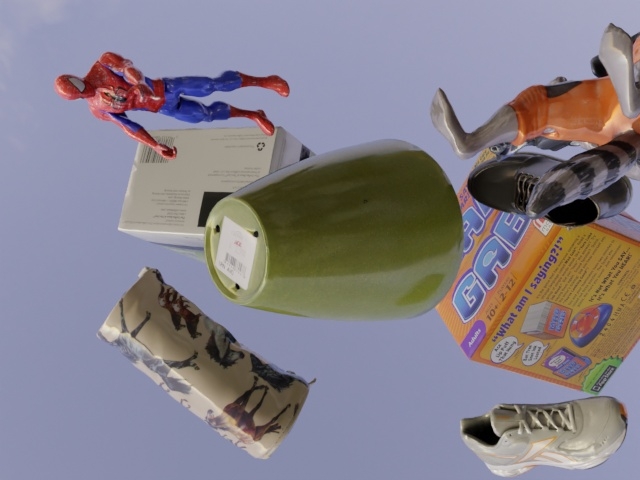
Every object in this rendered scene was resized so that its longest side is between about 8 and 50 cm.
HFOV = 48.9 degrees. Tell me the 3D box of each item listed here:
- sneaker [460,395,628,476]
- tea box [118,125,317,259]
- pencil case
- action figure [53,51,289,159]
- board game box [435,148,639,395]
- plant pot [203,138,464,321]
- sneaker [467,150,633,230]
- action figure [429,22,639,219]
[{"bbox_3d":[0.325,0.285,1.058,0.121,0.262,0.099,36,-137,-25],"label":"sneaker"},{"bbox_3d":[-0.159,-0.069,1.422,0.329,0.323,0.220,4,-104,28],"label":"tea box"},{"bbox_3d":[-0.214,0.217,1.297,0.410,0.160,0.183,37,-145,2],"label":"pencil case"},{"bbox_3d":[-0.151,-0.147,0.800,0.280,0.091,0.139,-2,-141,-36],"label":"action figure"},{"bbox_3d":[0.485,0.061,1.550,0.356,0.356,0.356,18,-158,-22],"label":"board game box"},{"bbox_3d":[0.000,0.000,0.967,0.293,0.275,0.275,-9,-128,-43],"label":"plant pot"},{"bbox_3d":[0.273,-0.067,0.910,0.222,0.083,0.118,7,-163,39],"label":"sneaker"},{"bbox_3d":[0.269,-0.098,0.669,0.330,0.341,0.178,-3,-106,-31],"label":"action figure"}]
